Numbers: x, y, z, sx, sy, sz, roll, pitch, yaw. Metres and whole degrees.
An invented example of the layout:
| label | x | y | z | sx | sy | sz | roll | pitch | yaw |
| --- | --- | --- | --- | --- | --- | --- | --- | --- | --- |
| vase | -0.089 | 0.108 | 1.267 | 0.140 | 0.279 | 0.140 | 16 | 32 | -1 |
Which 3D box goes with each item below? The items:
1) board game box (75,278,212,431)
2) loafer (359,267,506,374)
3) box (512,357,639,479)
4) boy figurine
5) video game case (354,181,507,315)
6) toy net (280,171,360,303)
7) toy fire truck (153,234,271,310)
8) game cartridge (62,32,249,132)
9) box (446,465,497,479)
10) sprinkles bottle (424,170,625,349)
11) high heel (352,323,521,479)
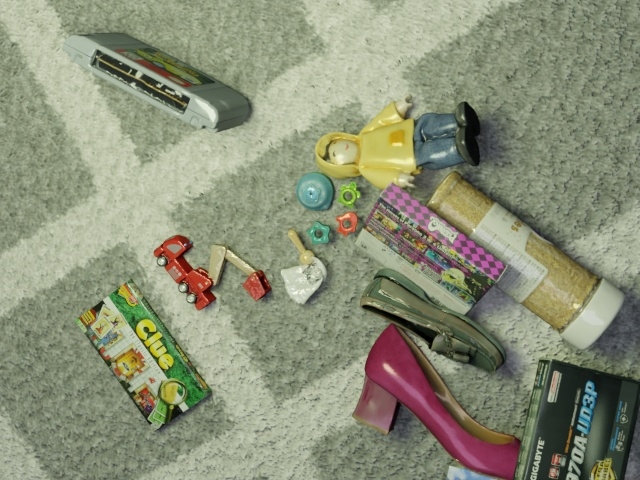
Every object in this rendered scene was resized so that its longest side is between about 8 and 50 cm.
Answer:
| label | x | y | z | sx | sy | sz | roll | pitch | yaw |
| --- | --- | --- | --- | --- | --- | --- | --- | --- | --- |
| board game box | -0.331 | 0.215 | 2.050 | 0.136 | 0.030 | 0.259 | -36 | 89 | 13 |
| loafer | 0.187 | 0.155 | 1.883 | 0.267 | 0.084 | 0.096 | 34 | 148 | 12 |
| box | 0.429 | 0.320 | 1.828 | 0.175 | 0.051 | 0.220 | 15 | 84 | -10 |
| boy figurine | 0.124 | -0.164 | 1.845 | 0.285 | 0.092 | 0.177 | -5 | 66 | 26 |
| video game case | 0.177 | 0.023 | 1.829 | 0.232 | 0.210 | 0.042 | 36 | 67 | 6 |
| toy net | 0.000 | 0.000 | 1.940 | 0.122 | 0.045 | 0.232 | 12 | 102 | 9 |
| toy fire truck | -0.196 | 0.053 | 1.987 | 0.135 | 0.047 | 0.192 | -39 | 88 | 14 |
| game cartridge | -0.271 | -0.276 | 1.878 | 0.294 | 0.196 | 0.060 | 28 | 103 | 7 |
| box | 0.307 | 0.458 | 1.936 | 0.178 | 0.042 | 0.109 | 11 | 100 | 11 |
| sprinkles bottle | 0.328 | 0.033 | 1.829 | 0.355 | 0.121 | 0.121 | 37 | 104 | 5 |
| high heel | 0.250 | 0.287 | 1.888 | 0.377 | 0.127 | 0.181 | 20 | 95 | 4 |
